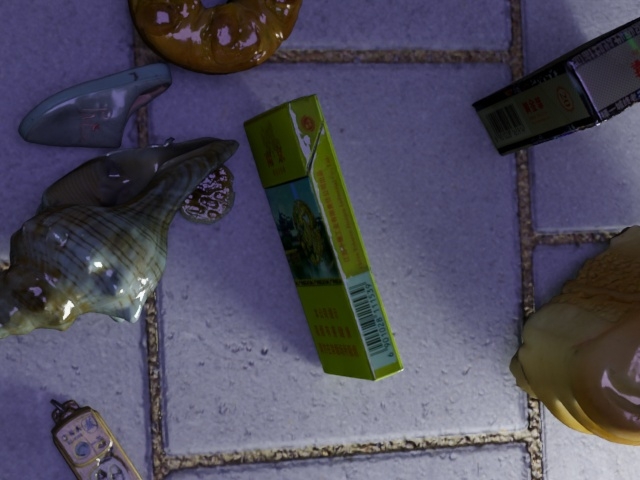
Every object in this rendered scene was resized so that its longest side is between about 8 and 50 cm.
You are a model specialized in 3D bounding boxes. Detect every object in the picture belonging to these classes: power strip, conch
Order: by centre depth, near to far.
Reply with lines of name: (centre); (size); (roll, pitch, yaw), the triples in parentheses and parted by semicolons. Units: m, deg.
conch: (-0.251, 0.001, 1.623); (0.203, 0.170, 0.386); (33, 42, 20)
power strip: (-0.233, 0.314, 1.671); (0.064, 0.044, 0.305); (-34, 97, -13)

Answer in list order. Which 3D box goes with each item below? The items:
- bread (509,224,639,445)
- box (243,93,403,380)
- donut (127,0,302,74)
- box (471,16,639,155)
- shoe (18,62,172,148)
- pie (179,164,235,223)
bread: (0.432, 0.132, 1.751); (0.315, 0.270, 0.211); (-45, 114, -18)
box: (0.000, 0.000, 1.668); (0.047, 0.187, 0.335); (-18, 93, -17)
donut: (-0.126, -0.307, 1.681); (0.226, 0.114, 0.227); (1, 88, -15)
box: (0.331, -0.196, 1.699); (0.198, 0.310, 0.084); (-29, 93, -14)
shoe: (-0.257, -0.148, 1.657); (0.195, 0.079, 0.078); (-27, 82, -19)
pie: (-0.143, -0.061, 1.717); (0.084, 0.020, 0.084); (1, 88, -15)
